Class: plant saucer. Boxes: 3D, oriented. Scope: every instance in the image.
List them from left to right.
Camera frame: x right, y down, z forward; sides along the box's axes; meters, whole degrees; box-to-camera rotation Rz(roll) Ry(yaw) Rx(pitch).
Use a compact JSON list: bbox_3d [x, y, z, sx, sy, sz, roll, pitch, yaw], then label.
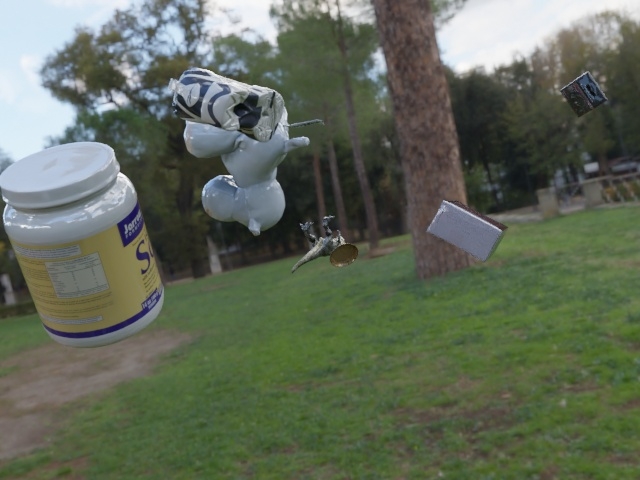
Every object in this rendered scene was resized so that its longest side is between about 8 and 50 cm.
[{"bbox_3d":[0.062,0.036,2.063,0.083,0.083,0.015,-13,42,-13],"label":"plant saucer"}]

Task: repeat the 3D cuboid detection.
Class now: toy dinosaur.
[{"bbox_3d":[0.000,0.000,2.125,0.064,0.118,0.268,-3,12,38],"label":"toy dinosaur"}]

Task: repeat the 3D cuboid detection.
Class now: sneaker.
[{"bbox_3d":[-0.166,-0.232,1.266,0.153,0.094,0.235,26,18,17],"label":"sneaker"}]

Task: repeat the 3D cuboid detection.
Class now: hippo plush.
[{"bbox_3d":[-0.133,-0.151,1.568,0.294,0.237,0.234,7,30,13],"label":"hippo plush"}]

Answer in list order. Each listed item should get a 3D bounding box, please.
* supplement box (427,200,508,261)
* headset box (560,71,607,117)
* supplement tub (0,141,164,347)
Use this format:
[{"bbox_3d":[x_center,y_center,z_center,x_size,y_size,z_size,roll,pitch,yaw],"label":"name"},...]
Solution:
[{"bbox_3d":[0.307,-0.023,1.557,0.130,0.073,0.239,29,11,14],"label":"supplement box"},{"bbox_3d":[0.471,-0.261,1.356,0.032,0.062,0.083,-34,0,-3],"label":"headset box"},{"bbox_3d":[-0.444,0.008,1.424,0.241,0.331,0.241,-6,31,4],"label":"supplement tub"}]
